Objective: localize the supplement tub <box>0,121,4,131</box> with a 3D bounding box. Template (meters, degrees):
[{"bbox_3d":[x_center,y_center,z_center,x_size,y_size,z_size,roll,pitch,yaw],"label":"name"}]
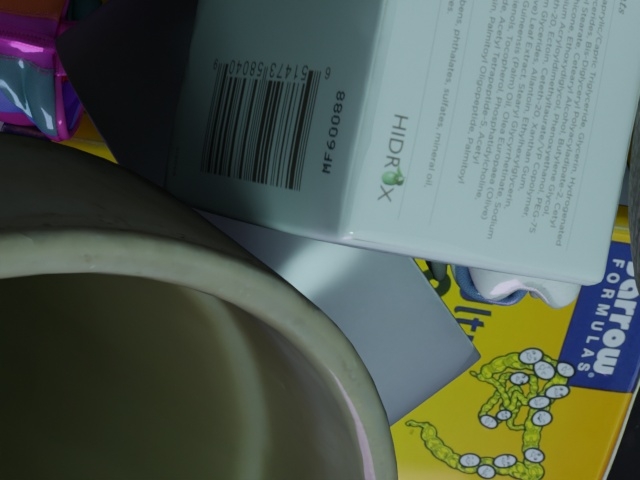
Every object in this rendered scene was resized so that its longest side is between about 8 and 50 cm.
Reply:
[{"bbox_3d":[-0.225,-0.063,1.261,0.241,0.241,0.331,9,-177,-1],"label":"supplement tub"}]

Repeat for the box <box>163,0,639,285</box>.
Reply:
[{"bbox_3d":[0.024,-0.047,0.453,0.087,0.102,0.101,11,-179,-32],"label":"box"}]

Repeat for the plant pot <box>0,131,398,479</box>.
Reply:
[{"bbox_3d":[-0.184,0.070,0.499,0.323,0.323,0.280,6,-155,-45],"label":"plant pot"}]

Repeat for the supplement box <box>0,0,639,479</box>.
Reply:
[{"bbox_3d":[0.000,0.000,0.957,0.357,0.195,0.194,9,-148,-5],"label":"supplement box"}]

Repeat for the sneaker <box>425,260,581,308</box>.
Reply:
[{"bbox_3d":[0.070,-0.041,0.731,0.111,0.129,0.297,5,-176,3],"label":"sneaker"}]

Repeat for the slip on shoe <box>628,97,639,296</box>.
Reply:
[{"bbox_3d":[0.170,-0.021,0.468,0.101,0.123,0.331,5,179,-12],"label":"slip on shoe"}]

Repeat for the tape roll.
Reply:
[{"bbox_3d":[-0.021,-0.018,0.716,0.072,0.219,0.219,-35,-176,3],"label":"tape roll"}]

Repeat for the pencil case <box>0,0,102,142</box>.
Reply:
[{"bbox_3d":[-0.220,-0.108,0.771,0.236,0.104,0.104,7,-177,-3],"label":"pencil case"}]
